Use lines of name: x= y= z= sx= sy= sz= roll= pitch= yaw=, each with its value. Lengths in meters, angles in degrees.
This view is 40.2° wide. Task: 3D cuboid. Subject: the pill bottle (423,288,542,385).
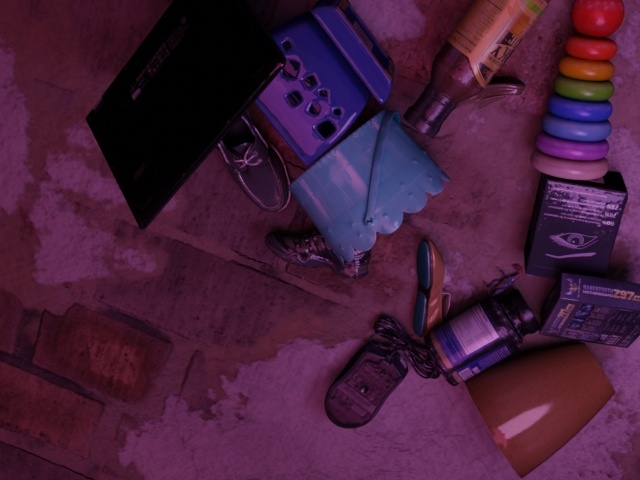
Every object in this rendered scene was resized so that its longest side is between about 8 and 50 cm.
pill bottle: x=0.332 y=0.194 z=1.783 sx=0.219 sy=0.123 sz=0.123 roll=-31 pitch=106 yaw=8

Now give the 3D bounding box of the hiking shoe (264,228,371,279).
hiking shoe: x=0.000 y=0.000 z=1.821 sx=0.227 sy=0.086 sz=0.114 roll=14 pitch=103 yaw=-2

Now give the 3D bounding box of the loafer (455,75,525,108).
loafer: x=0.309 y=-0.275 z=1.637 sx=0.148 sy=0.056 sz=0.050 roll=1 pitch=116 yaw=22

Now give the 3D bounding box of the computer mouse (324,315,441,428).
computer mouse: x=0.121 y=0.304 z=1.940 sx=0.188 sy=0.072 sz=0.272 roll=42 pitch=103 yaw=-7

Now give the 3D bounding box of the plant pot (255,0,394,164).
plant pot: x=0.002 y=-0.307 z=1.587 sx=0.212 sy=0.236 sz=0.236 roll=-34 pitch=104 yaw=18

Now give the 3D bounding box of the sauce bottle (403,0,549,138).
sauce bottle: x=0.276 y=-0.337 z=1.558 sx=0.111 sy=0.111 sz=0.344 roll=34 pitch=109 yaw=-6

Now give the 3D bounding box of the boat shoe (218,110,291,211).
boat shoe: x=-0.161 y=-0.184 z=1.746 sx=0.116 sy=0.099 sz=0.319 roll=-20 pitch=109 yaw=19

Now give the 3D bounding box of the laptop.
laptop: x=-0.197 y=-0.281 z=1.517 sx=0.382 sy=0.236 sz=0.408 roll=-45 pitch=60 yaw=26

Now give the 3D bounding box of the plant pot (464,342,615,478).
plant pot: x=0.462 y=0.322 z=1.804 sx=0.254 sy=0.237 sz=0.237 roll=-32 pitch=105 yaw=9

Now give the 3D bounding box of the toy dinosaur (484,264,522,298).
toy dinosaur: x=0.381 y=0.084 z=1.807 sx=0.082 sy=0.047 sz=0.090 roll=-21 pitch=142 yaw=11

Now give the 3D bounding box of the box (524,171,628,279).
box: x=0.485 y=-0.031 z=1.682 sx=0.153 sy=0.108 sz=0.207 roll=11 pitch=117 yaw=6

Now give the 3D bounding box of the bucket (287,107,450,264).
bucket: x=0.086 y=-0.106 z=1.642 sx=0.281 sy=0.281 sz=0.183 roll=-37 pitch=95 yaw=24

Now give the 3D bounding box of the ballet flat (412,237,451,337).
ballet flat: x=0.236 y=0.096 z=1.824 sx=0.073 sy=0.080 sz=0.232 roll=-7 pitch=119 yaw=-16

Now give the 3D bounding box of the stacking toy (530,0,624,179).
stacking toy: x=0.468 y=-0.282 z=1.562 sx=0.141 sy=0.141 sz=0.330 roll=7 pitch=111 yaw=8

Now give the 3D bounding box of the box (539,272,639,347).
box: x=0.537 y=0.139 z=1.704 sx=0.183 sy=0.059 sz=0.232 roll=7 pitch=157 yaw=8
